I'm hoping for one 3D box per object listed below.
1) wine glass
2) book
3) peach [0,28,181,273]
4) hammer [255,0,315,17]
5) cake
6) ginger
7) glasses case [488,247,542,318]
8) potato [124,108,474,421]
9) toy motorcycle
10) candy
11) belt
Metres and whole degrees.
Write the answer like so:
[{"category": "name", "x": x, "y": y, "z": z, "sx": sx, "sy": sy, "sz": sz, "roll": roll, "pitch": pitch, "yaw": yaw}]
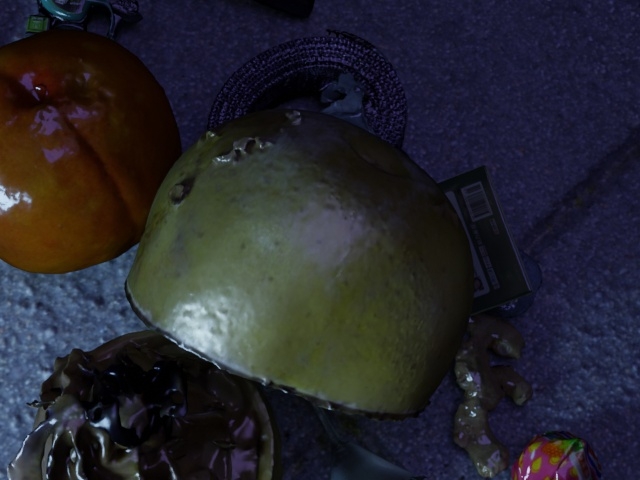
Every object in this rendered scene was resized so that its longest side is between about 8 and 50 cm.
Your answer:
[{"category": "wine glass", "x": 0.019, "y": 0.270, "z": 1.620, "sx": 0.156, "sy": 0.156, "sz": 0.232, "roll": -25, "pitch": 72, "yaw": -16}, {"category": "book", "x": 0.153, "y": 0.028, "z": 1.715, "sx": 0.264, "sy": 0.027, "sz": 0.202, "roll": -22, "pitch": 79, "yaw": 12}, {"category": "peach", "x": -0.364, "y": -0.124, "z": 1.607, "sx": 0.342, "sy": 0.302, "sz": 0.343, "roll": 3, "pitch": 70, "yaw": -9}, {"category": "hammer", "x": -0.148, "y": -0.406, "z": 1.853, "sx": 0.289, "sy": 0.137, "sz": 0.037, "roll": 15, "pitch": 68, "yaw": -18}, {"category": "cake", "x": -0.217, "y": 0.261, "z": 1.464, "sx": 0.332, "sy": 0.321, "sz": 0.333, "roll": -2, "pitch": 75, "yaw": 6}, {"category": "ginger", "x": 0.249, "y": 0.214, "z": 1.716, "sx": 0.149, "sy": 0.065, "sz": 0.259, "roll": -9, "pitch": 70, "yaw": -14}, {"category": "glasses case", "x": 0.203, "y": 0.015, "z": 1.769, "sx": 0.282, "sy": 0.067, "sz": 0.109, "roll": 33, "pitch": 70, "yaw": 7}, {"category": "potato", "x": 0.000, "y": 0.000, "z": 1.526, "sx": 0.442, "sy": 0.385, "sz": 0.320, "roll": 24, "pitch": 105, "yaw": -3}, {"category": "toy motorcycle", "x": -0.364, "y": -0.341, "z": 1.816, "sx": 0.173, "sy": 0.058, "sz": 0.100, "roll": 6, "pitch": 77, "yaw": -5}, {"category": "candy", "x": 0.239, "y": 0.403, "z": 1.636, "sx": 0.365, "sy": 0.124, "sz": 0.124, "roll": -38, "pitch": 80, "yaw": -10}, {"category": "belt", "x": -0.021, "y": -0.172, "z": 1.777, "sx": 0.324, "sy": 0.122, "sz": 0.260, "roll": -30, "pitch": 74, "yaw": -16}]
